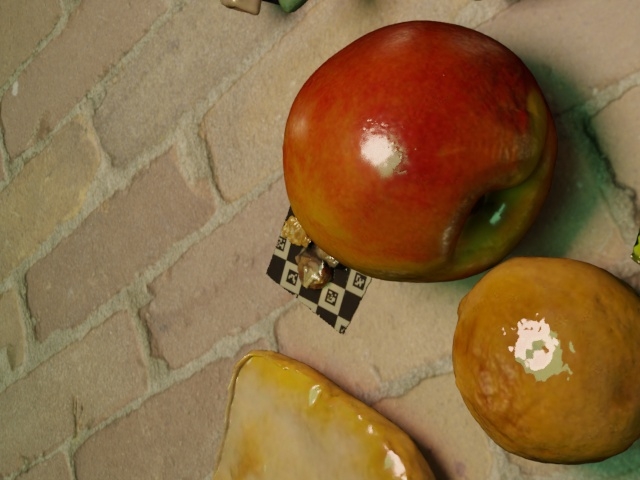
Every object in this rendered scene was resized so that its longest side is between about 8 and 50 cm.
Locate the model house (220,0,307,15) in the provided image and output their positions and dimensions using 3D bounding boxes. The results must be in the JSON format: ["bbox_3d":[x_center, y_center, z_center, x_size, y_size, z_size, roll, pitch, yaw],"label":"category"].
[{"bbox_3d":[-0.072,-0.439,1.226,0.298,0.243,0.284,-138,58,-62],"label":"model house"}]

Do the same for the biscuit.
[{"bbox_3d":[0.000,0.392,1.262,0.446,0.104,0.429,17,100,42],"label":"biscuit"}]

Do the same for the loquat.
[{"bbox_3d":[0.249,0.127,0.993,0.238,0.193,0.238,-1,88,25],"label":"loquat"}]

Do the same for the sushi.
[{"bbox_3d":[0.000,0.000,1.311,0.193,0.040,0.210,36,111,35],"label":"sushi"}]

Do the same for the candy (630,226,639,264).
[{"bbox_3d":[0.429,0.003,0.925,0.246,0.069,0.149,32,112,37],"label":"candy"}]

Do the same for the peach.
[{"bbox_3d":[0.101,-0.104,1.078,0.332,0.308,0.307,44,118,51],"label":"peach"}]
